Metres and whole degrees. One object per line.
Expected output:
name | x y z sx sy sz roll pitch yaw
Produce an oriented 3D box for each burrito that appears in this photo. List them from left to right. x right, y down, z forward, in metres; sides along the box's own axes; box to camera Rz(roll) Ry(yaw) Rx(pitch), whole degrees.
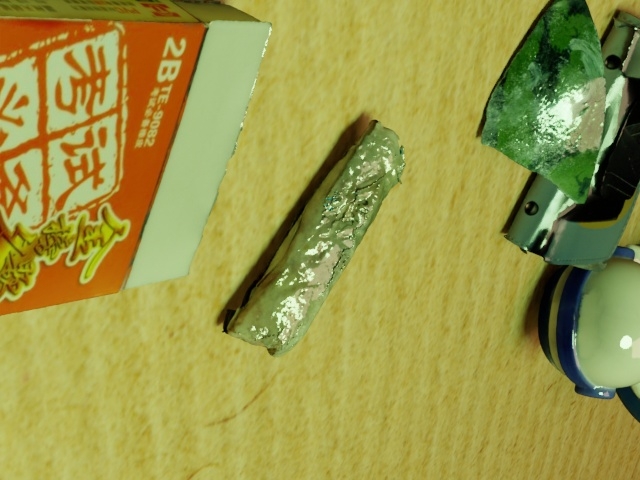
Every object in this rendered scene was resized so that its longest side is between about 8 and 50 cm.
burrito | 0.001 0.000 0.871 0.051 0.042 0.171 38 79 -32

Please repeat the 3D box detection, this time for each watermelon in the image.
watermelon | 0.174 -0.117 1.035 0.101 0.080 0.155 4 124 -20

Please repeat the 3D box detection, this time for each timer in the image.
timer | 0.365 0.093 1.389 0.384 0.270 0.270 12 108 -45

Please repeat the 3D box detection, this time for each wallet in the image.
wallet | 0.264 -0.085 1.186 0.170 0.069 0.231 5 113 -54

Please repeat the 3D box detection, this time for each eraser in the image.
eraser | -0.127 -0.040 0.631 0.230 0.038 0.157 -12 128 -54
